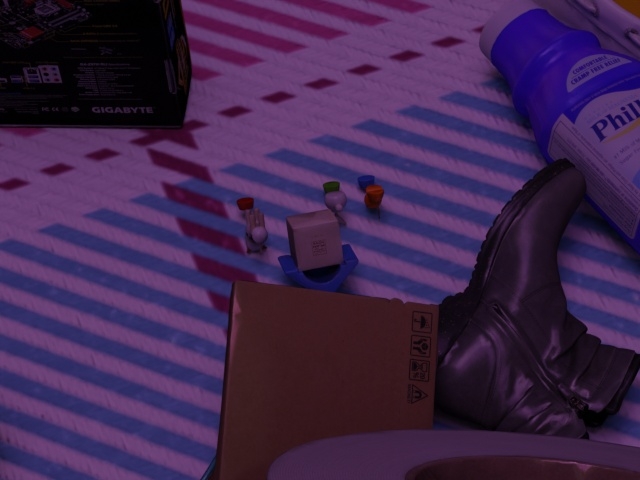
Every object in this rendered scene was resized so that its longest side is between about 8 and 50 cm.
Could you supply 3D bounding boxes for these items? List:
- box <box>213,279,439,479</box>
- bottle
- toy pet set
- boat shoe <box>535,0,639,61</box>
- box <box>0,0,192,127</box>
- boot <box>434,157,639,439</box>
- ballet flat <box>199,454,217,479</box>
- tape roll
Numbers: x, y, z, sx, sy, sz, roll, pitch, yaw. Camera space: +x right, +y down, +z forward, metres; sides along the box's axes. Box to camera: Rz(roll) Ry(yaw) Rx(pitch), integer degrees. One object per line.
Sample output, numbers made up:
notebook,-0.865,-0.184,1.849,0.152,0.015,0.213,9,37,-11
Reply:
box,0.005,0.136,1.304,0.164,0.021,0.201,8,76,-15
bottle,0.244,-0.099,1.492,0.118,0.092,0.283,-25,56,-22
toy pet set,0.000,0.000,1.472,0.122,0.065,0.114,-11,19,-7
boat shoe,0.330,-0.196,1.518,0.367,0.156,0.136,36,64,26
box,-0.283,-0.204,1.502,0.322,0.257,0.079,0,53,5
boot,0.187,0.064,1.395,0.161,0.083,0.246,29,69,17
ballet flat,-0.052,0.169,1.337,0.079,0.077,0.221,25,57,-3
tape roll,0.153,0.195,1.119,0.392,0.392,0.072,7,96,8
